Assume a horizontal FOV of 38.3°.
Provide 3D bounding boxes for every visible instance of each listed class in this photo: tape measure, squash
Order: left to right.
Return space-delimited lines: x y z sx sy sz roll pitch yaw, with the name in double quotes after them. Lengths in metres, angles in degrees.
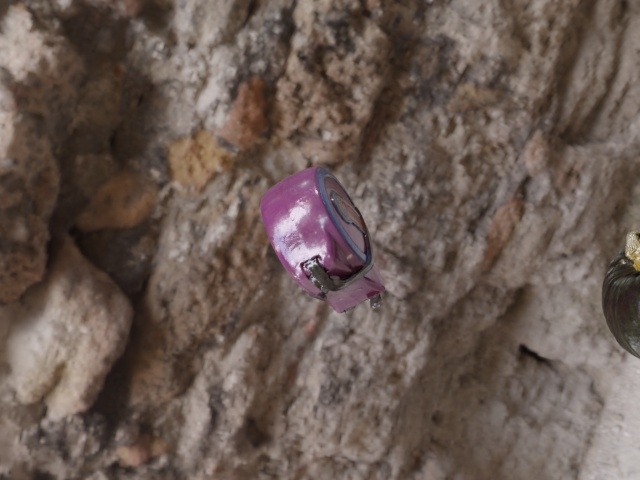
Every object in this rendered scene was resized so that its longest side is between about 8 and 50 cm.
0.000 0.000 0.816 0.074 0.118 0.125 -29 61 14 "tape measure"
0.415 0.059 1.080 0.193 0.155 0.193 -51 27 38 "squash"
